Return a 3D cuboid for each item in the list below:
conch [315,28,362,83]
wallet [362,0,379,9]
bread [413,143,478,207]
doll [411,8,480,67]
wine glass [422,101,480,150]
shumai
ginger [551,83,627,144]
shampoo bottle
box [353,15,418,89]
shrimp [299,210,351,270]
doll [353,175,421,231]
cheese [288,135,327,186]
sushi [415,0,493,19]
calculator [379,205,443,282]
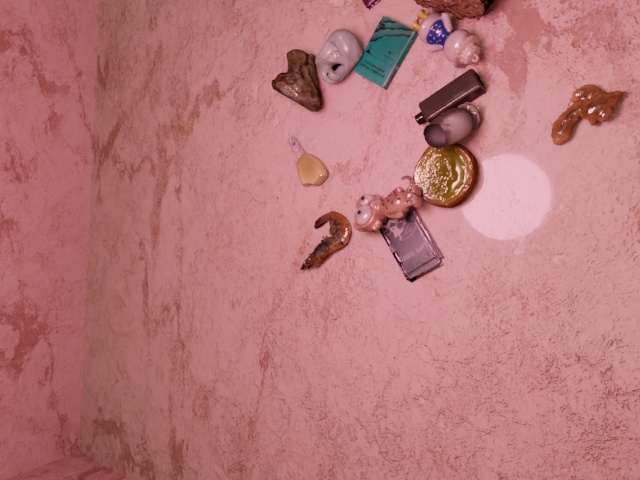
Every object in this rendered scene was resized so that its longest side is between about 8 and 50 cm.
[{"bbox_3d":[0.075,-0.714,1.853,0.221,0.121,0.185,-23,67,55],"label":"conch"},{"bbox_3d":[0.222,-0.984,1.818,0.166,0.030,0.111,-33,73,29],"label":"wallet"},{"bbox_3d":[0.431,-0.230,1.645,0.236,0.070,0.236,0,90,35],"label":"bread"},{"bbox_3d":[0.434,-0.692,1.623,0.293,0.119,0.138,48,134,27],"label":"doll"},{"bbox_3d":[0.433,-0.376,1.561,0.111,0.204,0.111,33,141,32],"label":"wine glass"},{"bbox_3d":[-0.069,-0.651,1.904,0.272,0.222,0.204,44,108,35],"label":"shumai"},{"bbox_3d":[0.787,-0.373,1.417,0.133,0.059,0.214,42,110,31],"label":"ginger"},{"bbox_3d":[0.438,-0.483,1.638,0.246,0.080,0.079,-30,72,29],"label":"shampoo bottle"},{"bbox_3d":[0.243,-0.709,1.792,0.161,0.042,0.226,39,110,27],"label":"box"},{"bbox_3d":[0.000,0.000,1.940,0.296,0.058,0.169,-39,62,23],"label":"shrimp"},{"bbox_3d":[0.236,-0.125,1.710,0.278,0.119,0.154,-27,50,34],"label":"doll"},{"bbox_3d":[-0.068,-0.332,1.990,0.127,0.050,0.255,-43,66,27],"label":"cheese"},{"bbox_3d":[0.433,-0.857,1.578,0.350,0.211,0.171,34,112,35],"label":"sushi"},{"bbox_3d":[0.323,0.000,1.737,0.165,0.028,0.274,-35,71,27],"label":"calculator"}]
